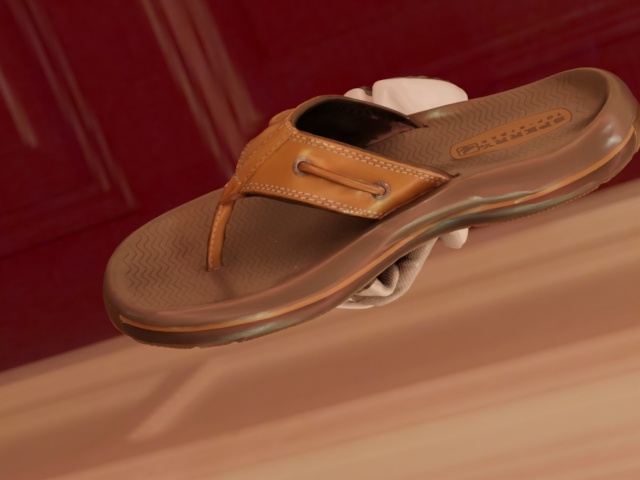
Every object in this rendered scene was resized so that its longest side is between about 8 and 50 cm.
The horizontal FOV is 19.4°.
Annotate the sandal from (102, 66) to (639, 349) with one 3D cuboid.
[{"bbox_3d":[0.017,-0.026,0.716,0.090,0.219,0.060,-108,177,-57],"label":"sandal"}]

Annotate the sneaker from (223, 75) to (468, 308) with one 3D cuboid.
[{"bbox_3d":[0.000,0.000,1.278,0.110,0.292,0.118,1,66,-34],"label":"sneaker"}]
